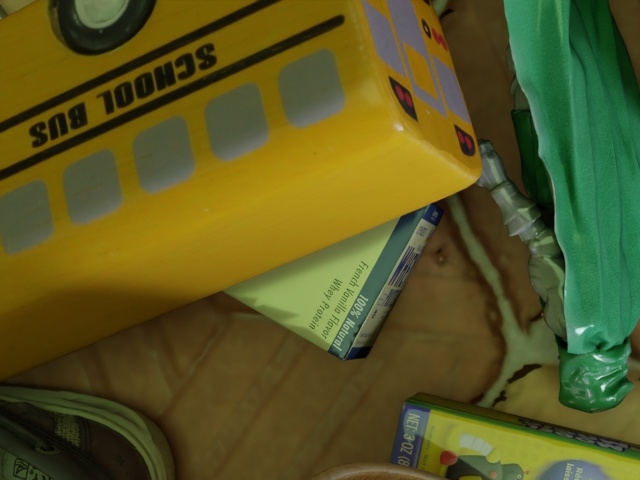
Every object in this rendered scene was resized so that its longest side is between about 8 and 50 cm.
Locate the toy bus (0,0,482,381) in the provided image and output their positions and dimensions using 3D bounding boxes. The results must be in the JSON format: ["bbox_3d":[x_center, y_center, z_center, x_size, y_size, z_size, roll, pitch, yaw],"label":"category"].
[{"bbox_3d":[-0.108,-0.029,0.653,0.333,0.108,0.130,-23,70,21],"label":"toy bus"}]

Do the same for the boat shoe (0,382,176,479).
[{"bbox_3d":[-0.215,0.107,0.714,0.285,0.092,0.102,6,89,13],"label":"boat shoe"}]

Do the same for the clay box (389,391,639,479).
[{"bbox_3d":[0.133,0.155,0.665,0.222,0.053,0.127,12,92,13],"label":"clay box"}]

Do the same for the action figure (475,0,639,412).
[{"bbox_3d":[0.108,-0.037,0.659,0.063,0.137,0.232,-5,95,34],"label":"action figure"}]

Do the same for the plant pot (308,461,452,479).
[{"bbox_3d":[0.008,0.255,0.568,0.237,0.237,0.254,43,111,10],"label":"plant pot"}]

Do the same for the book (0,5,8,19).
[{"bbox_3d":[-0.238,-0.100,0.763,0.144,0.035,0.096,-39,85,6],"label":"book"}]

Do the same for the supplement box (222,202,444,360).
[{"bbox_3d":[0.000,0.000,0.696,0.083,0.056,0.083,29,93,12],"label":"supplement box"}]
